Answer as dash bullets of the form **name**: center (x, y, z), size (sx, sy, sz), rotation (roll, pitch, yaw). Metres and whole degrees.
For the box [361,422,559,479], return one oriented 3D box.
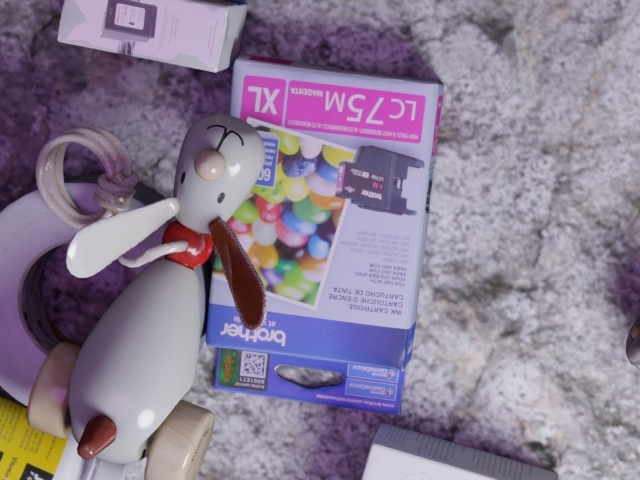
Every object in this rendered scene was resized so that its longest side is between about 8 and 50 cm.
- **box**: center (0.115, 0.254, 1.764), size (0.170, 0.091, 0.130), rotation (16, 99, 5)

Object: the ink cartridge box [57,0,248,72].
- **ink cartridge box**: center (-0.163, -0.196, 1.734), size (0.180, 0.104, 0.060), rotation (12, 100, 6)

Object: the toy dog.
- **toy dog**: center (-0.149, 0.063, 1.665), size (0.220, 0.161, 0.333), rotation (1, 98, 7)

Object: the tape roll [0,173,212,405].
- **tape roll**: center (-0.209, 0.051, 1.790), size (0.219, 0.072, 0.219), rotation (1, 98, 8)

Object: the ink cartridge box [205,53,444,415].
- **ink cartridge box**: center (0.000, 0.000, 1.763), size (0.186, 0.065, 0.311), rotation (7, 100, 7)

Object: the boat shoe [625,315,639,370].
- **boat shoe**: center (0.429, 0.070, 1.692), size (0.324, 0.123, 0.116), rotation (-22, 101, 16)

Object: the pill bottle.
- **pill bottle**: center (-0.289, 0.204, 1.785), size (0.208, 0.119, 0.119), rotation (25, 100, -10)
